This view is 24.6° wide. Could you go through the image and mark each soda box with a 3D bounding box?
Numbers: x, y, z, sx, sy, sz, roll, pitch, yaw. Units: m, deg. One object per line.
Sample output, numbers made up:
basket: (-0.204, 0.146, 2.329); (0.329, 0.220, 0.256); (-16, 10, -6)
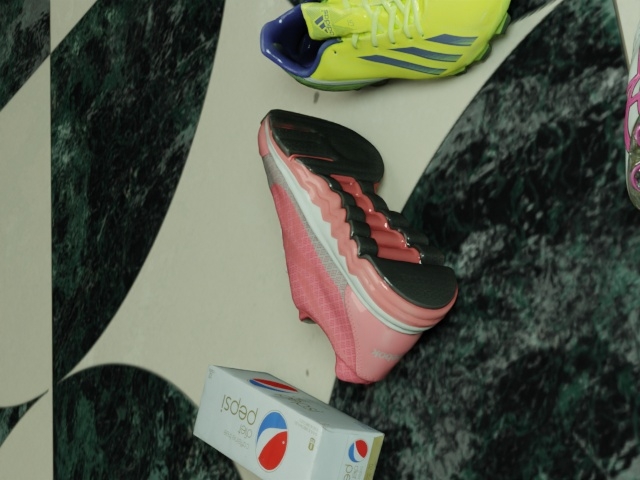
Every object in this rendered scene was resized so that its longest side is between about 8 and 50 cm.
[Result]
soda box: (-0.033, 0.176, 1.332); (0.216, 0.069, 0.074); (19, 96, 58)

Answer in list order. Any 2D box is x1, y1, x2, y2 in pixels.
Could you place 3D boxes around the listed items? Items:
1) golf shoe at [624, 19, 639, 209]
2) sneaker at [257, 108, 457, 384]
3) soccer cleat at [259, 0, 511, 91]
golf shoe: (0.247, -0.108, 1.014); (0.086, 0.067, 0.186); (-159, 82, -84)
sneaker: (0.000, 0.000, 1.298); (0.136, 0.116, 0.314); (-60, 37, 27)
soccer cleat: (0.051, -0.187, 1.272); (0.289, 0.121, 0.093); (-11, 71, 56)
